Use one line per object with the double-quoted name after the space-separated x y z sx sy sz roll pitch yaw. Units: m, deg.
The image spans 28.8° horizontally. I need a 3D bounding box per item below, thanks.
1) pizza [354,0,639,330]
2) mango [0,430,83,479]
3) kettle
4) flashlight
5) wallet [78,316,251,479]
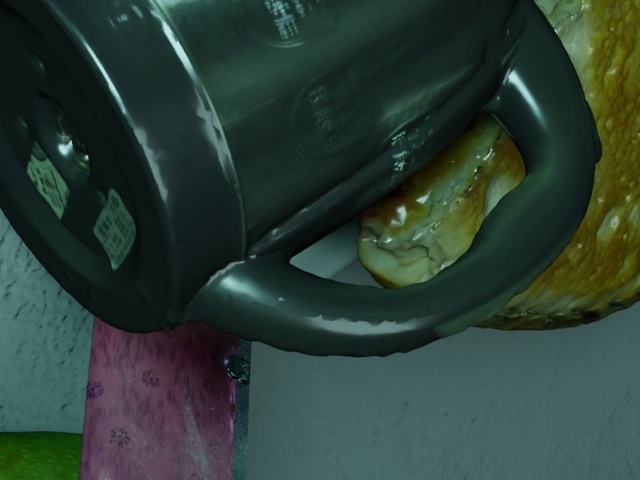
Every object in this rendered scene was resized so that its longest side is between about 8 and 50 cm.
0.190 -0.127 0.943 0.440 0.130 0.406 4 103 -54 "pizza"
-0.187 0.221 0.783 0.382 0.201 0.225 36 98 -34 "mango"
0.004 -0.090 0.697 0.324 0.321 0.228 -33 164 -29 "kettle"
0.000 0.000 0.917 0.200 0.047 0.093 -31 129 -20 "flashlight"
-0.093 0.071 0.784 0.119 0.025 0.232 23 55 -37 "wallet"
